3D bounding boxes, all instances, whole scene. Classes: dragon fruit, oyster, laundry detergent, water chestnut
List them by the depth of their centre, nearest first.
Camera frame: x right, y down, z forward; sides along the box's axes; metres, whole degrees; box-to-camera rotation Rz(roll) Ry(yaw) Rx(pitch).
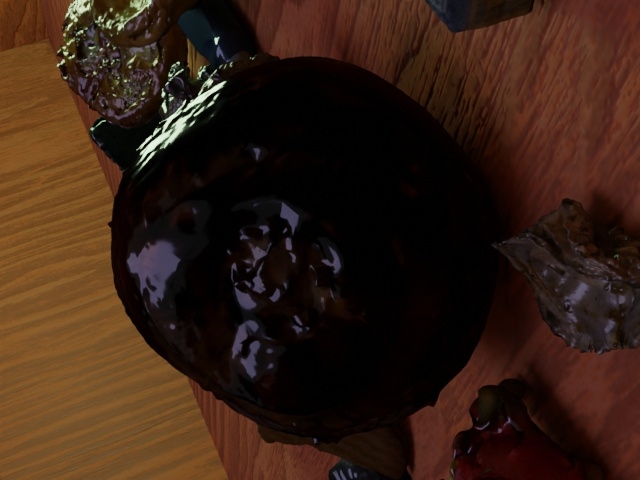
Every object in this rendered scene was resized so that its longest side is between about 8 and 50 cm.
[{"bbox_3d":[0.179,0.024,0.714,0.105,0.056,0.177,58,165,3],"label":"oyster"},{"bbox_3d":[0.158,0.203,0.883,0.150,0.133,0.207,-38,35,37],"label":"dragon fruit"},{"bbox_3d":[0.000,0.000,0.947,0.302,0.350,0.350,-53,-46,-59],"label":"water chestnut"},{"bbox_3d":[-0.135,-0.273,1.425,0.206,0.061,0.096,-125,29,-43],"label":"laundry detergent"}]

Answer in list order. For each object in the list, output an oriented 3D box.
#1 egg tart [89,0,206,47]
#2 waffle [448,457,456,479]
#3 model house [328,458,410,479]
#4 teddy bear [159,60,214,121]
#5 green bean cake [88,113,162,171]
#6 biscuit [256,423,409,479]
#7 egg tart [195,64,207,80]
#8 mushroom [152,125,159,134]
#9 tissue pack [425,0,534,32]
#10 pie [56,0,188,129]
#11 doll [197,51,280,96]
[{"bbox_3d":[-0.206,-0.375,1.357,0.294,0.123,0.294,2,93,57],"label":"egg tart"},{"bbox_3d":[0.181,0.303,1.044,0.160,0.055,0.211,124,124,-70],"label":"waffle"},{"bbox_3d":[0.004,0.439,1.401,0.190,0.301,0.271,80,163,-55],"label":"model house"},{"bbox_3d":[-0.173,-0.173,1.443,0.133,0.111,0.213,54,-170,1],"label":"teddy bear"},{"bbox_3d":[-0.264,-0.182,1.858,0.208,0.193,0.107,48,-175,-4],"label":"green bean cake"},{"bbox_3d":[0.011,0.232,1.336,0.228,0.176,0.031,44,-139,-26],"label":"biscuit"},{"bbox_3d":[-0.165,-0.175,1.631,0.191,0.074,0.191,162,90,-73],"label":"egg tart"},{"bbox_3d":[-0.151,-0.095,1.540,0.223,0.092,0.081,41,116,14],"label":"mushroom"},{"bbox_3d":[0.077,-0.278,0.641,0.257,0.081,0.185,93,152,-54],"label":"tissue pack"},{"bbox_3d":[-0.311,-0.321,1.729,0.308,0.085,0.308,4,98,35],"label":"pie"},{"bbox_3d":[-0.036,-0.057,1.116,0.091,0.203,0.286,20,126,48],"label":"doll"}]
